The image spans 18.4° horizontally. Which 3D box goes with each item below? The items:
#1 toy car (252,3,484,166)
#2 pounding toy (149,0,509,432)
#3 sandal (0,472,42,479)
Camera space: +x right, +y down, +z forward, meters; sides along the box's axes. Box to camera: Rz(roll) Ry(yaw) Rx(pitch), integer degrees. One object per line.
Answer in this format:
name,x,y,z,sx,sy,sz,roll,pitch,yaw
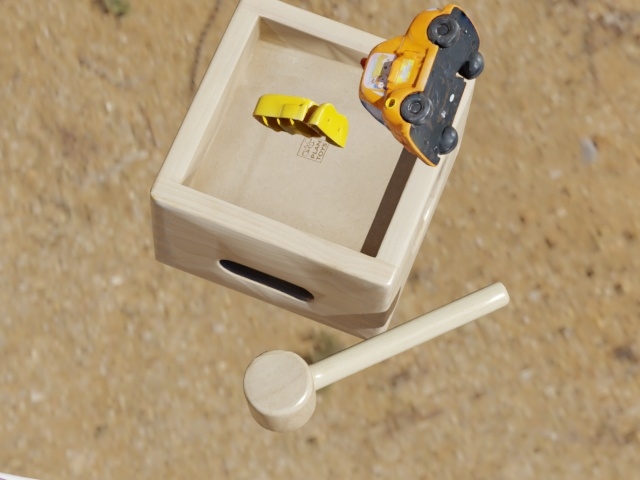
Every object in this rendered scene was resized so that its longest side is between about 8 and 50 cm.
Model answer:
toy car,0.015,-0.061,0.701,0.122,0.040,0.060,6,96,-61
pounding toy,0.007,0.008,0.992,0.181,0.206,0.094,21,158,6
sandal,-0.147,0.060,0.498,0.416,0.169,0.102,13,107,-26
